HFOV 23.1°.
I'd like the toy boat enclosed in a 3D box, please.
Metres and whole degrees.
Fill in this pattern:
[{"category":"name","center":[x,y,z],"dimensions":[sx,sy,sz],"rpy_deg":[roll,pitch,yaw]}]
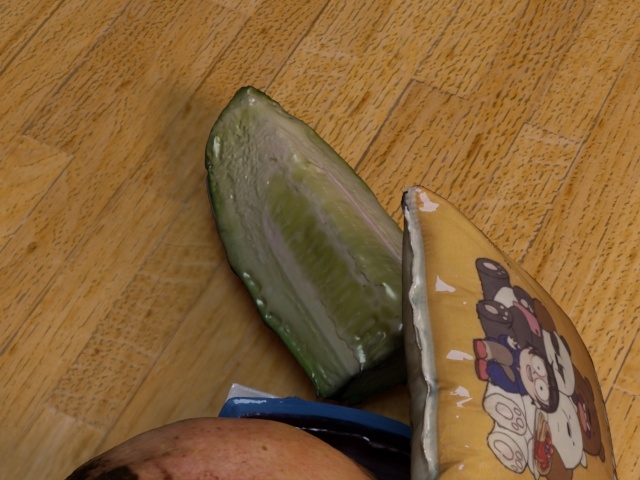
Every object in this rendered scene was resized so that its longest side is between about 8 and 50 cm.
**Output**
[{"category":"toy boat","center":[0.019,0.185,1.300],"dimensions":[0.223,0.100,0.097],"rpy_deg":[14,11,-10]}]

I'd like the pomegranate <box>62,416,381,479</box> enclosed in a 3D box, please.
[{"category":"pomegranate","center":[-0.062,0.277,1.116],"dimensions":[0.322,0.322,0.322],"rpy_deg":[1,54,-1]}]

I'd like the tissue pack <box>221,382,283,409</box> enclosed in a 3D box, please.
[{"category":"tissue pack","center":[-0.067,0.176,1.339],"dimensions":[0.056,0.023,0.108],"rpy_deg":[18,55,8]}]

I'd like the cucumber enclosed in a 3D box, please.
[{"category":"cucumber","center":[-0.001,0.002,1.426],"dimensions":[0.145,0.105,0.325],"rpy_deg":[-45,57,15]}]

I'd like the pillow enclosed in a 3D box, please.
[{"category":"pillow","center":[0.151,0.146,1.224],"dimensions":[0.119,0.312,0.310],"rpy_deg":[-21,50,23]}]
